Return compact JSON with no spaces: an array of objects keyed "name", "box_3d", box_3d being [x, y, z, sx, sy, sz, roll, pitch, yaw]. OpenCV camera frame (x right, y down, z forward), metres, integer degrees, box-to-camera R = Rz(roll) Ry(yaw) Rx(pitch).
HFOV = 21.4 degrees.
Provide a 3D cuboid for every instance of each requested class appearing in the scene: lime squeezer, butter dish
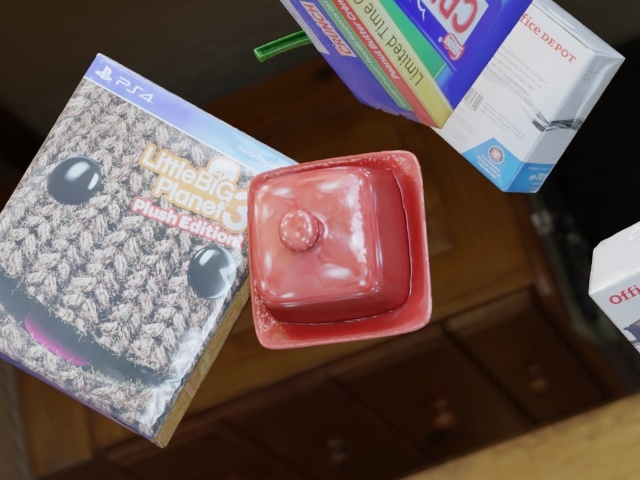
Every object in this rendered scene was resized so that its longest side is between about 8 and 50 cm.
[{"name":"lime squeezer","box_3d":[0.048,-0.304,2.088,0.059,0.310,0.110,50,-7,32]},{"name":"butter dish","box_3d":[0.000,0.000,1.397,0.118,0.160,0.160,29,55,-68]}]

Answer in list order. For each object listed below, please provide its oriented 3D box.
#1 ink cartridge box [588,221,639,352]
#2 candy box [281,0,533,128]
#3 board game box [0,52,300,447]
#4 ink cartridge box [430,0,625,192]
[{"name":"ink cartridge box","box_3d":[0.462,0.079,2.046,0.237,0.172,0.100,46,35,-20]},{"name":"candy box","box_3d":[0.098,-0.309,1.504,0.122,0.317,0.268,24,-18,45]},{"name":"board game box","box_3d":[-0.181,0.014,1.617,0.232,0.291,0.141,28,-10,3]},{"name":"ink cartridge box","box_3d":[0.230,-0.169,1.912,0.139,0.191,0.082,45,24,29]}]
